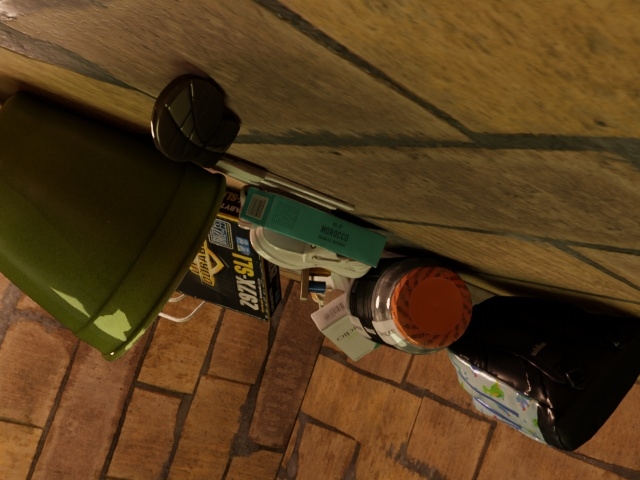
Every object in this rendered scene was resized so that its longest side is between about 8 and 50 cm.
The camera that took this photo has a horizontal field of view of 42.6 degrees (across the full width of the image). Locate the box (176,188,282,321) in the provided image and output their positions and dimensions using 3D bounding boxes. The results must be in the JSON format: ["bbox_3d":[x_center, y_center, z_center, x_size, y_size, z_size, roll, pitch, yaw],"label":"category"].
[{"bbox_3d":[-0.218,0.017,1.714,0.257,0.079,0.322,16,141,14],"label":"box"}]

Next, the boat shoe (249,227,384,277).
[{"bbox_3d":[0.000,0.000,1.563,0.277,0.098,0.096,10,147,-34],"label":"boat shoe"}]

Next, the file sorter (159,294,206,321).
[{"bbox_3d":[-0.373,0.028,1.961,0.193,0.173,0.278,14,136,35],"label":"file sorter"}]

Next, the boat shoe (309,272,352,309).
[{"bbox_3d":[0.025,0.111,1.976,0.113,0.103,0.302,49,171,39],"label":"boat shoe"}]

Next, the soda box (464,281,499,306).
[{"bbox_3d":[0.350,0.146,1.857,0.216,0.074,0.069,22,173,-24],"label":"soda box"}]

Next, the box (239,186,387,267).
[{"bbox_3d":[-0.011,-0.022,1.423,0.244,0.060,0.100,20,180,-33],"label":"box"}]

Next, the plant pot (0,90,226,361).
[{"bbox_3d":[-0.403,-0.048,1.333,0.353,0.366,0.366,33,170,-19],"label":"plant pot"}]

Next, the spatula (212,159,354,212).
[{"bbox_3d":[-0.071,-0.086,1.327,0.242,0.019,0.168,21,173,-17],"label":"spatula"}]

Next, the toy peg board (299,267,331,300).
[{"bbox_3d":[0.001,0.047,1.713,0.079,0.160,0.161,3,174,-1],"label":"toy peg board"}]

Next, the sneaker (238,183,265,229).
[{"bbox_3d":[-0.110,-0.073,1.469,0.051,0.070,0.134,9,-159,12],"label":"sneaker"}]

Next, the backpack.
[{"bbox_3d":[0.407,0.239,1.588,0.355,0.290,0.273,26,148,41],"label":"backpack"}]

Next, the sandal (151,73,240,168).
[{"bbox_3d":[-0.144,-0.135,0.906,0.060,0.090,0.219,40,-176,8],"label":"sandal"}]

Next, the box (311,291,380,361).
[{"bbox_3d":[0.129,0.186,2.037,0.058,0.232,0.322,58,-176,26],"label":"box"}]

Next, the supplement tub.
[{"bbox_3d":[0.177,0.128,1.662,0.193,0.193,0.316,20,174,-10],"label":"supplement tub"}]
